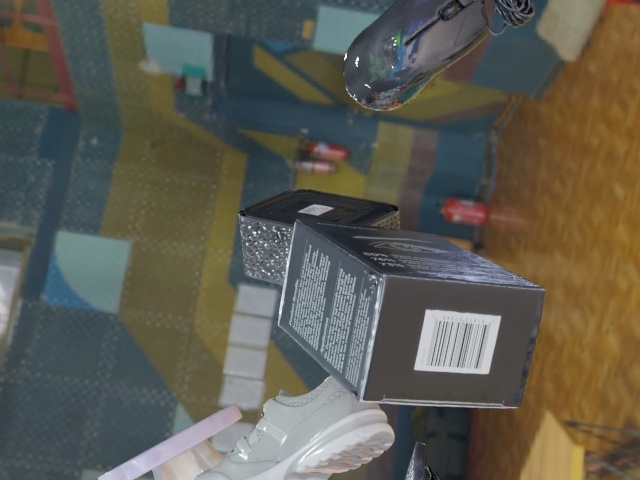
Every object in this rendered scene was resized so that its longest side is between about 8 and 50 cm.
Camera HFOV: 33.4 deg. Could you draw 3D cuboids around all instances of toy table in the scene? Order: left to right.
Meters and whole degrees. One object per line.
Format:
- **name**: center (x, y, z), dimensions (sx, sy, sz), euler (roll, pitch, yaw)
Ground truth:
- **toy table**: center (-0.200, 0.379, 1.664), dimensions (0.252, 0.274, 0.160), euler (-34, 83, 49)

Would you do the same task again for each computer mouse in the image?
- **computer mouse**: center (0.140, -0.291, 1.442), dimensions (0.272, 0.188, 0.072), euler (-44, -2, 3)

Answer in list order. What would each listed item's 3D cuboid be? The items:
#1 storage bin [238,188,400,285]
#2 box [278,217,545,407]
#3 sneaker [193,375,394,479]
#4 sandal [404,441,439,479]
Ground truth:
- **storage bin**: center (0.000, 0.000, 1.315), dimensions (0.122, 0.180, 0.084), euler (-26, -60, -45)
- **box**: center (0.071, 0.059, 0.932), dimensions (0.207, 0.153, 0.108), euler (-147, 65, -66)
- **sneaker**: center (-0.039, 0.236, 1.250), dimensions (0.105, 0.281, 0.115), euler (27, -139, -50)
- **sandal**: center (0.176, 0.465, 1.818), dimensions (0.097, 0.055, 0.254), euler (102, 173, -47)
